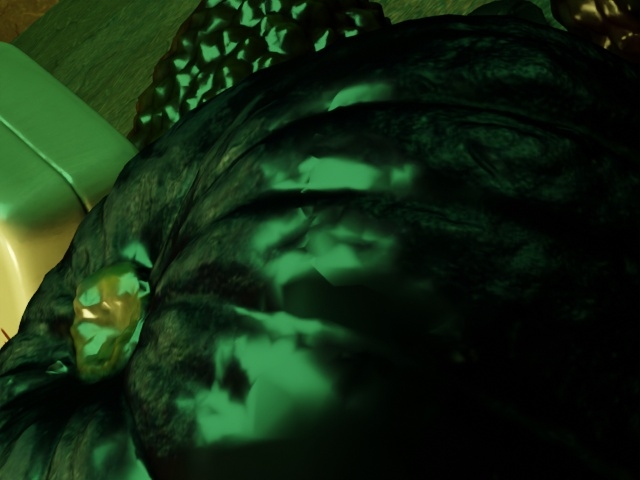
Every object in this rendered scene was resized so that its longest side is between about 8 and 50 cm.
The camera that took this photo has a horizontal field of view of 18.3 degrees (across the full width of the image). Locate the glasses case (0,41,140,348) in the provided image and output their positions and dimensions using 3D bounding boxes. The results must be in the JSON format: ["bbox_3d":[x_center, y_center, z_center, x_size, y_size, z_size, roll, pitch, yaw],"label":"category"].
[{"bbox_3d":[-0.122,0.072,0.970,0.076,0.336,0.144,-31,45,-24],"label":"glasses case"}]

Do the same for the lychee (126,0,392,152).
[{"bbox_3d":[0.001,-0.009,1.030,0.236,0.271,0.236,-18,-8,-3],"label":"lychee"}]

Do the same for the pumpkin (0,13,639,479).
[{"bbox_3d":[0.017,0.093,0.728,0.363,0.266,0.363,-45,18,19],"label":"pumpkin"}]

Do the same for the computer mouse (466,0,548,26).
[{"bbox_3d":[0.110,-0.129,1.396,0.079,0.047,0.135,-23,29,49],"label":"computer mouse"}]

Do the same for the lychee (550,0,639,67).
[{"bbox_3d":[0.225,-0.181,0.972,0.264,0.300,0.264,-9,-2,0],"label":"lychee"}]
